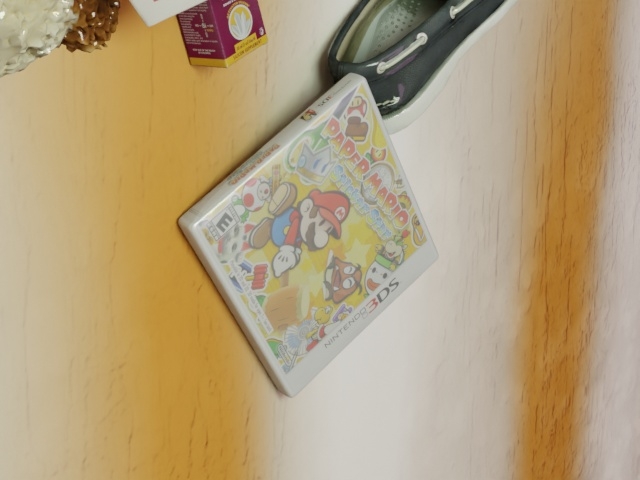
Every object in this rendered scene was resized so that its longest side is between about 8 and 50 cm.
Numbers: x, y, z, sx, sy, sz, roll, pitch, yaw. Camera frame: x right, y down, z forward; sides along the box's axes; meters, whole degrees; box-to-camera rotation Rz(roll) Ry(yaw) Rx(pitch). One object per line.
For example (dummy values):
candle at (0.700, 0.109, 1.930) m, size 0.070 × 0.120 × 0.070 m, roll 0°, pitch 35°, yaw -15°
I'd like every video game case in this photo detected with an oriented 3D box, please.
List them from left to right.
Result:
video game case at (0.000, 0.000, 1.042) m, size 0.206 × 0.026 × 0.227 m, roll -42°, pitch 131°, yaw -19°

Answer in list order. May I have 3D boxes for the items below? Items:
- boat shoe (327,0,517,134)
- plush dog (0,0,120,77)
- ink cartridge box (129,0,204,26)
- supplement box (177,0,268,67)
boat shoe at (0.110, -0.234, 1.101) m, size 0.302 × 0.114 × 0.091 m, roll -60°, pitch 144°, yaw -25°
plush dog at (-0.228, -0.136, 0.589) m, size 0.262 × 0.225 × 0.210 m, roll -1°, pitch 99°, yaw -53°
ink cartridge box at (-0.100, -0.271, 0.769) m, size 0.092 × 0.160 × 0.219 m, roll -99°, pitch 162°, yaw -46°
supplement box at (-0.081, -0.185, 0.921) m, size 0.055 × 0.043 × 0.083 m, roll -40°, pitch 127°, yaw -38°
